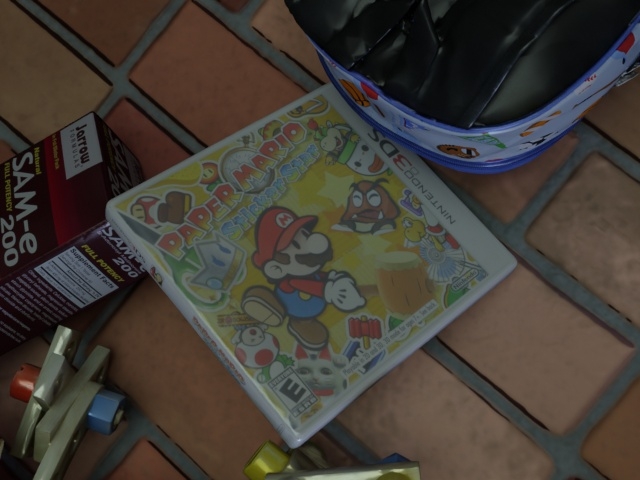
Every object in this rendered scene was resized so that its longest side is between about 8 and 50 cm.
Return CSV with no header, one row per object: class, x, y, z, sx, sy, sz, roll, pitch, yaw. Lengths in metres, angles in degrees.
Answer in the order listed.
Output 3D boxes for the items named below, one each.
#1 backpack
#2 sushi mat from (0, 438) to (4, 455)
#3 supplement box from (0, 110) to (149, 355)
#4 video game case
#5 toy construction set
backpack,0.114,-0.186,0.581,0.276,0.213,0.263,39,83,20
sushi mat,-0.322,0.252,0.616,0.151,0.019,0.317,20,102,18
supplement box,-0.251,0.014,0.669,0.239,0.073,0.130,-29,48,5
video game case,0.000,0.000,0.609,0.227,0.026,0.206,-34,74,-29
toy construction set,-0.104,0.193,0.598,0.327,0.151,0.215,21,99,18
